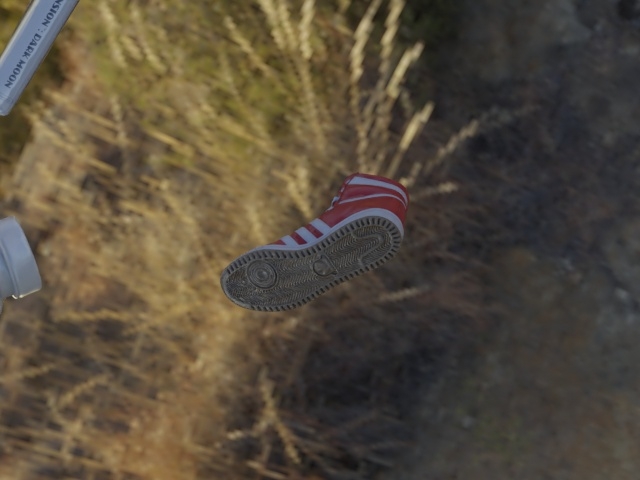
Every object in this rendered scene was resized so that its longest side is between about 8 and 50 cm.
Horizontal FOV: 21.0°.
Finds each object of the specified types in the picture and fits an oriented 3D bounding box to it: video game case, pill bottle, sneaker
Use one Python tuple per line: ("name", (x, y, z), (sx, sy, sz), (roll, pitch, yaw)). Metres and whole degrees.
("video game case", (-0.128, -0.176, 0.979), (0.173, 0.022, 0.190), (-54, 14, 24))
("pill bottle", (-0.379, 0.045, 1.697), (0.108, 0.193, 0.108), (58, 161, 34))
("sneaker", (0.000, 0.000, 1.003), (0.118, 0.042, 0.067), (-20, 23, 24))
